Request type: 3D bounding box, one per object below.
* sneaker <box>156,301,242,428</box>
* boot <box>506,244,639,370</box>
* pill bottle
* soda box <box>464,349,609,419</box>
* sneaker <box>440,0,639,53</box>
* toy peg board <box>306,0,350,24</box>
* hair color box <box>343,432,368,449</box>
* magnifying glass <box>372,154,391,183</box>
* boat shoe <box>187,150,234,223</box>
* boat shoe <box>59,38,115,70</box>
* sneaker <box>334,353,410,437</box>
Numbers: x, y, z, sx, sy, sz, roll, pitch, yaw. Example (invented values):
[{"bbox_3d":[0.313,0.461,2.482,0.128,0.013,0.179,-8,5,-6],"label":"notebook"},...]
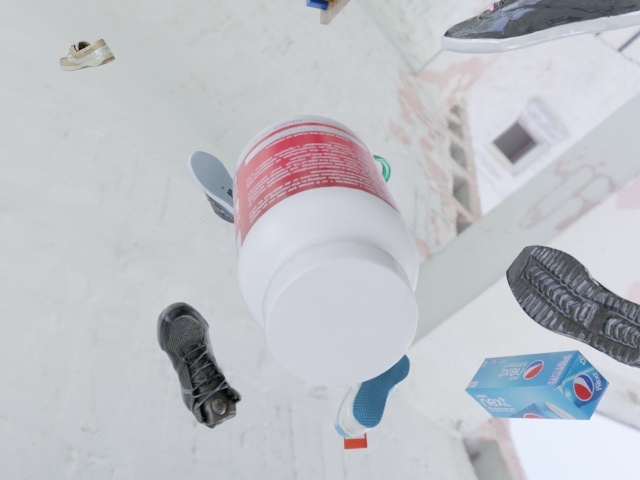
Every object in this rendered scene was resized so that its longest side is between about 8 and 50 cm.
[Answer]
[{"bbox_3d":[-0.186,0.206,1.186,0.130,0.087,0.228,30,137,48],"label":"sneaker"},{"bbox_3d":[0.291,0.087,0.768,0.137,0.077,0.198,29,-169,-38],"label":"boot"},{"bbox_3d":[0.000,0.000,1.005,0.229,0.229,0.408,38,-163,-24],"label":"pill bottle"},{"bbox_3d":[0.307,0.212,1.087,0.071,0.210,0.067,44,-115,-10],"label":"soda box"},{"bbox_3d":[0.273,-0.318,0.907,0.104,0.295,0.147,-41,-61,-48],"label":"sneaker"},{"bbox_3d":[0.009,-0.480,1.278,0.079,0.160,0.161,6,-101,-22],"label":"toy peg board"},{"bbox_3d":[0.074,0.396,1.594,0.167,0.053,0.093,81,-174,-75],"label":"hair color box"},{"bbox_3d":[0.053,-0.131,1.525,0.231,0.092,0.026,-2,-146,-37],"label":"magnifying glass"},{"bbox_3d":[-0.200,-0.094,1.440,0.183,0.083,0.065,46,-119,-25],"label":"boat shoe"},{"bbox_3d":[-0.412,-0.326,1.310,0.050,0.135,0.045,-42,-56,-46],"label":"boat shoe"},{"bbox_3d":[0.096,0.280,1.442,0.087,0.092,0.229,43,-136,-1],"label":"sneaker"}]
